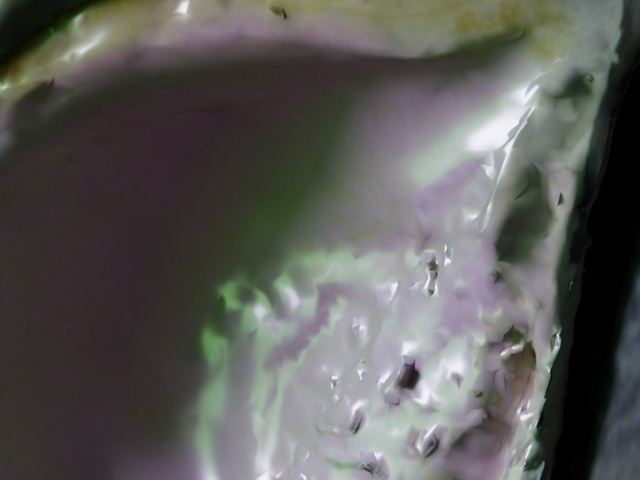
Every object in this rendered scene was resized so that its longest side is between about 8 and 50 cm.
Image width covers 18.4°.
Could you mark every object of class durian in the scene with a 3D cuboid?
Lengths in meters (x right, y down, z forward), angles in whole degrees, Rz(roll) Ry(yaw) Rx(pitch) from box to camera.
[{"bbox_3d":[-0.036,0.020,0.570,0.185,0.195,0.305,-109,31,-69],"label":"durian"}]
